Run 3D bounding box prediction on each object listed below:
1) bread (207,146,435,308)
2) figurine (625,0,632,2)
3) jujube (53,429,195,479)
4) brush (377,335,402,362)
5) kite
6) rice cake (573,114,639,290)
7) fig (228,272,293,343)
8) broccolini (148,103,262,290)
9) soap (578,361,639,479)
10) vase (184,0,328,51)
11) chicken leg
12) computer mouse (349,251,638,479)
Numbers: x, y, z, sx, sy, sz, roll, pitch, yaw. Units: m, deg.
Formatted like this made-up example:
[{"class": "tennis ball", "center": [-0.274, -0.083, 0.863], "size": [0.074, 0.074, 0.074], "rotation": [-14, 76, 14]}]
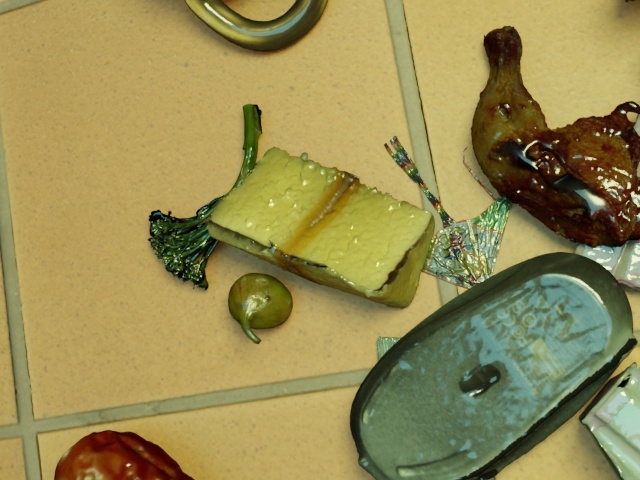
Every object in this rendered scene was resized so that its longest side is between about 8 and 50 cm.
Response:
[{"class": "bread", "center": [0.000, 0.000, 1.094], "size": [0.266, 0.178, 0.142], "rotation": [21, 126, 23]}, {"class": "figurine", "center": [0.513, -0.331, 0.865], "size": [0.306, 0.241, 0.412], "rotation": [35, 101, 14]}, {"class": "jujube", "center": [-0.240, 0.362, 1.105], "size": [0.250, 0.174, 0.174], "rotation": [36, 97, 14]}, {"class": "brush", "center": [0.113, 0.228, 1.084], "size": [0.083, 0.011, 0.205], "rotation": [-1, 86, 18]}, {"class": "kite", "center": [0.159, -0.038, 1.093], "size": [0.198, 0.006, 0.244], "rotation": [-32, 76, 13]}, {"class": "rice cake", "center": [0.401, -0.080, 0.994], "size": [0.106, 0.050, 0.298], "rotation": [24, 93, 20]}, {"class": "fig", "center": [-0.088, 0.088, 1.117], "size": [0.082, 0.098, 0.084], "rotation": [-33, 96, 31]}, {"class": "broccolini", "center": [-0.161, -0.073, 1.180], "size": [0.123, 0.062, 0.271], "rotation": [24, 92, 9]}, {"class": "soap", "center": [0.500, 0.280, 0.874], "size": [0.446, 0.156, 0.261], "rotation": [39, 98, 17]}, {"class": "vase", "center": [-0.090, -0.419, 1.120], "size": [0.302, 0.241, 0.329], "rotation": [-9, 110, 4]}, {"class": "chicken leg", "center": [0.275, -0.123, 1.001], "size": [0.177, 0.083, 0.322], "rotation": [-50, 60, 4]}, {"class": "computer mouse", "center": [0.202, 0.162, 1.006], "size": [0.374, 0.114, 0.203], "rotation": [-37, 78, 17]}]
